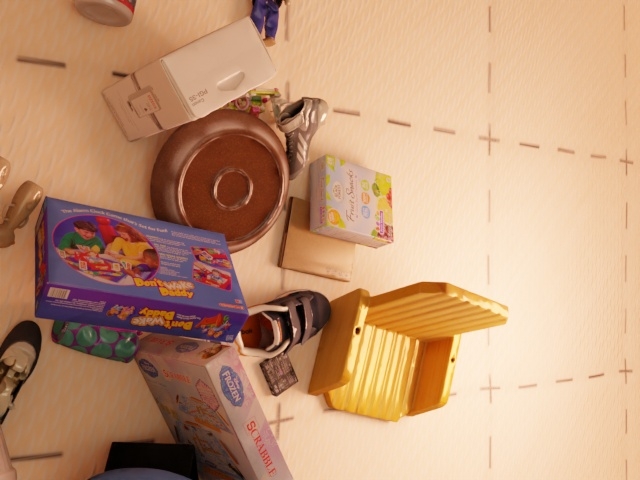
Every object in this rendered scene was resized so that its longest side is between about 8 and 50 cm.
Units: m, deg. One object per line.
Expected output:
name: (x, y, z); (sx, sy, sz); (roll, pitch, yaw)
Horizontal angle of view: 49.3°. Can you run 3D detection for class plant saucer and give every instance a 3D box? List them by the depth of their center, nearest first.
plant saucer: (-0.188, -0.108, 1.414); (0.310, 0.050, 0.311); (-11, 112, -30)

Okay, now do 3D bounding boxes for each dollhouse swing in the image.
dollhouse swing: (0.223, 0.270, 1.609); (0.346, 0.305, 0.315); (22, 76, -35)

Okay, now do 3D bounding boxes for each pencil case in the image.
pencil case: (-0.413, 0.177, 1.288); (0.151, 0.064, 0.070); (25, 93, -34)

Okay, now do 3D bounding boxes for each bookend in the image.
bookend: (-0.316, 0.461, 1.331); (0.156, 0.072, 0.157); (2, 130, -1)

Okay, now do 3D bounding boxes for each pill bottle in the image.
pill bottle: (-0.386, -0.503, 1.297); (0.108, 0.108, 0.180); (15, 80, -35)

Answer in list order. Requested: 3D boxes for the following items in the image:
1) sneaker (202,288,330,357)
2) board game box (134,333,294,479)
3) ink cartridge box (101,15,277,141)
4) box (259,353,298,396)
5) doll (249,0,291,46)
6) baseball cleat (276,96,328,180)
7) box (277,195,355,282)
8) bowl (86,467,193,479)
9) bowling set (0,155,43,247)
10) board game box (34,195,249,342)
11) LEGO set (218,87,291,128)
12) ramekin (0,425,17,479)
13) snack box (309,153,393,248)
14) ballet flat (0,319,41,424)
sneaker: (-0.083, 0.182, 1.496); (0.321, 0.127, 0.126); (-13, 95, -37)
board game box: (-0.201, 0.330, 1.285); (0.066, 0.318, 0.318); (-32, 108, -34)
ink cartridge box: (-0.246, -0.292, 1.286); (0.207, 0.283, 0.117); (-38, 110, -31)
box: (-0.092, 0.294, 1.550); (0.067, 0.018, 0.083); (-31, 107, -33)
doll: (-0.123, -0.530, 1.529); (0.129, 0.046, 0.189); (12, 82, -37)
baseball cleat: (-0.061, -0.223, 1.506); (0.109, 0.072, 0.206); (2, 126, -37)
box: (0.000, 0.000, 1.623); (0.201, 0.021, 0.164); (15, 80, -35)
bowl: (-0.281, 0.566, 1.193); (0.391, 0.391, 0.077); (63, 21, -17)
bowling set: (-0.605, -0.094, 1.116); (0.154, 0.199, 0.287); (-63, 164, -14)
board game box: (-0.320, 0.054, 1.243); (0.347, 0.233, 0.078); (13, 123, -30)
LEGO set: (-0.172, -0.249, 1.448); (0.287, 0.107, 0.132); (-34, 108, -32)
ramekin: (-0.601, 0.330, 1.034); (0.272, 0.273, 0.127); (-4, 79, -36)
snack box: (0.074, -0.087, 1.628); (0.207, 0.070, 0.175); (13, 67, -35)
ballet flat: (-0.532, 0.235, 1.196); (0.074, 0.074, 0.203); (34, 69, -31)
